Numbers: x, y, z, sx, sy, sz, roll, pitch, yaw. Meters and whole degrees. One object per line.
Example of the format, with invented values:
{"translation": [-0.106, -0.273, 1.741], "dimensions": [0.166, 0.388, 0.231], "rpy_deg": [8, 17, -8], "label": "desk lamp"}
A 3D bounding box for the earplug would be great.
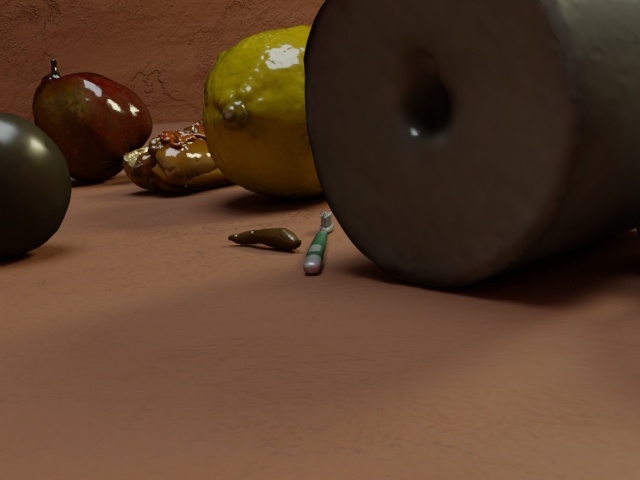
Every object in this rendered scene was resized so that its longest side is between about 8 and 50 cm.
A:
{"translation": [0.221, -0.141, 0.947], "dimensions": [0.394, 0.313, 0.312], "rpy_deg": [-12, 14, -42], "label": "earplug"}

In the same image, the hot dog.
{"translation": [-0.183, -0.160, 1.685], "dimensions": [0.158, 0.117, 0.348], "rpy_deg": [7, 15, 42], "label": "hot dog"}

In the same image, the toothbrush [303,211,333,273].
{"translation": [0.000, 0.000, 1.049], "dimensions": [0.018, 0.024, 0.257], "rpy_deg": [-3, 12, 5], "label": "toothbrush"}

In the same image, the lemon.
{"translation": [-0.045, -0.187, 1.421], "dimensions": [0.268, 0.268, 0.321], "rpy_deg": [6, 17, 41], "label": "lemon"}

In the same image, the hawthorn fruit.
{"translation": [-0.453, -0.241, 1.836], "dimensions": [0.208, 0.248, 0.208], "rpy_deg": [-40, 0, 0], "label": "hawthorn fruit"}

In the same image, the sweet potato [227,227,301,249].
{"translation": [-0.059, -0.003, 1.078], "dimensions": [0.115, 0.026, 0.026], "rpy_deg": [3, 13, 44], "label": "sweet potato"}

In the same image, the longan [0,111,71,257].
{"translation": [-0.388, -0.061, 1.126], "dimensions": [0.189, 0.189, 0.189], "rpy_deg": [-4, 11, 1], "label": "longan"}

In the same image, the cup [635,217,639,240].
{"translation": [0.403, -0.068, 0.763], "dimensions": [0.273, 0.208, 0.288], "rpy_deg": [-12, 14, -28], "label": "cup"}
